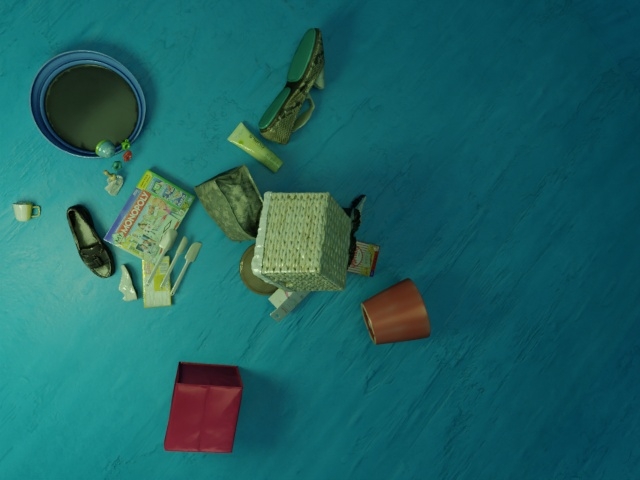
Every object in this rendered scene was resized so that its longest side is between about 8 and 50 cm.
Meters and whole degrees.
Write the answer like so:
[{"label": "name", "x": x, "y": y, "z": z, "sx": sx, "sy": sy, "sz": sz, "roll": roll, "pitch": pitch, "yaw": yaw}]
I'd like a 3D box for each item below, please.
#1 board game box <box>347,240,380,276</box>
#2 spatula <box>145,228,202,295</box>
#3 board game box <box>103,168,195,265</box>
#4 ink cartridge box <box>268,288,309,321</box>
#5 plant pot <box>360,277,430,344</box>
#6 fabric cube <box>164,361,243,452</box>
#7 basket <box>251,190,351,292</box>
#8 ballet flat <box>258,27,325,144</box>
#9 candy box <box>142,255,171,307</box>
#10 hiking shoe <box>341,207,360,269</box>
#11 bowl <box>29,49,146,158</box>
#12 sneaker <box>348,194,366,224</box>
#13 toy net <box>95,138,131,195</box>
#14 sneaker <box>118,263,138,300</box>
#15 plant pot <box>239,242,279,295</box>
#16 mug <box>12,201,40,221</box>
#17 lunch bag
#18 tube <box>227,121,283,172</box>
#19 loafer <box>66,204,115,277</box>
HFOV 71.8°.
[{"label": "board game box", "x": 0.160, "y": 0.075, "z": 1.996, "sx": 0.193, "sy": 0.045, "sz": 0.147, "roll": 12, "pitch": 91, "yaw": -16}, {"label": "spatula", "x": -0.591, "y": 0.090, "z": 1.760, "sx": 0.168, "sy": 0.019, "sz": 0.242, "roll": 34, "pitch": 79, "yaw": -48}, {"label": "board game box", "x": -0.666, "y": -0.089, "z": 1.739, "sx": 0.213, "sy": 0.046, "sz": 0.318, "roll": 30, "pitch": 81, "yaw": -17}, {"label": "ink cartridge box", "x": -0.144, "y": 0.245, "z": 1.884, "sx": 0.198, "sy": 0.115, "sz": 0.067, "roll": -45, "pitch": 60, "yaw": -9}, {"label": "plant pot", "x": 0.324, "y": 0.334, "z": 1.964, "sx": 0.243, "sy": 0.275, "sz": 0.275, "roll": -17, "pitch": 99, "yaw": -5}, {"label": "fabric cube", "x": -0.464, "y": 0.655, "z": 1.758, "sx": 0.258, "sy": 0.254, "sz": 0.259, "roll": 9, "pitch": 92, "yaw": -16}, {"label": "basket", "x": -0.057, "y": 0.017, "z": 1.692, "sx": 0.266, "sy": 0.328, "sz": 0.332, "roll": 1, "pitch": 72, "yaw": 22}, {"label": "ballet flat", "x": -0.084, "y": -0.619, "z": 1.837, "sx": 0.182, "sy": 0.164, "sz": 0.483, "roll": 25, "pitch": 93, "yaw": -37}, {"label": "candy box", "x": -0.660, "y": 0.165, "z": 1.783, "sx": 0.105, "sy": 0.027, "sz": 0.206, "roll": -2, "pitch": 94, "yaw": -14}, {"label": "hiking shoe", "x": 0.086, "y": 0.001, "z": 1.910, "sx": 0.131, "sy": 0.113, "sz": 0.305, "roll": 13, "pitch": 99, "yaw": 18}, {"label": "bowl", "x": -0.857, "y": -0.500, "z": 1.653, "sx": 0.390, "sy": 0.077, "sz": 0.392, "roll": -1, "pitch": 95, "yaw": -15}, {"label": "sneaker", "x": 0.160, "y": -0.114, "z": 1.978, "sx": 0.082, "sy": 0.071, "sz": 0.191, "roll": 29, "pitch": 94, "yaw": -22}, {"label": "toy net", "x": -0.776, "y": -0.277, "z": 1.668, "sx": 0.045, "sy": 0.232, "sz": 0.122, "roll": 33, "pitch": 41, "yaw": 14}, {"label": "sneaker", "x": -0.768, "y": 0.169, "z": 1.741, "sx": 0.061, "sy": 0.053, "sz": 0.152, "roll": -14, "pitch": 98, "yaw": -11}, {"label": "plant pot", "x": -0.220, "y": 0.120, "z": 1.862, "sx": 0.237, "sy": 0.109, "sz": 0.238, "roll": -1, "pitch": 93, "yaw": -15}, {"label": "mug", "x": -1.087, "y": -0.104, "z": 1.628, "sx": 0.078, "sy": 0.062, "sz": 0.064, "roll": 3, "pitch": 101, "yaw": -9}, {"label": "lunch bag", "x": -0.332, "y": -0.127, "z": 1.735, "sx": 0.168, "sy": 0.235, "sz": 0.287, "roll": -35, "pitch": 107, "yaw": -30}, {"label": "tube", "x": -0.265, "y": -0.378, "z": 1.839, "sx": 0.240, "sy": 0.062, "sz": 0.070, "roll": 39, "pitch": 43, "yaw": -10}, {"label": "loafer", "x": -0.881, "y": 0.011, "z": 1.674, "sx": 0.109, "sy": 0.095, "sz": 0.303, "roll": -24, "pitch": 100, "yaw": -12}]
